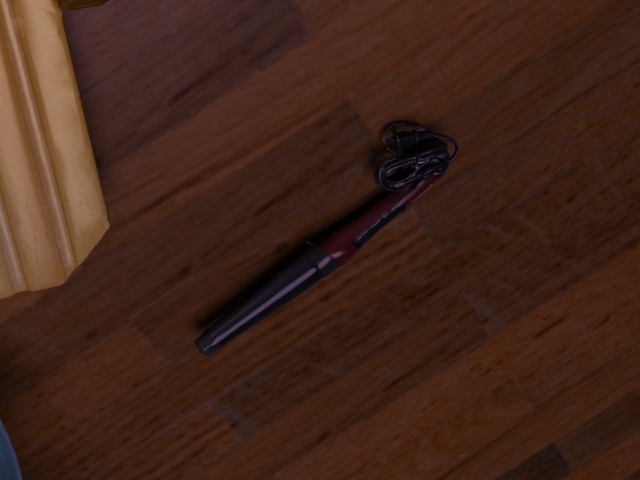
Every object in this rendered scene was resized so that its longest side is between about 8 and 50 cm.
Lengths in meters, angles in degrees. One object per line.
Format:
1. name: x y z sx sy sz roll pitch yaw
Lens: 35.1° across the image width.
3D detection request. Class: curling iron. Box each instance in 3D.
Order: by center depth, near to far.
1. curling iron: 0.000 0.000 0.838 0.274 0.035 0.068 -41 121 8

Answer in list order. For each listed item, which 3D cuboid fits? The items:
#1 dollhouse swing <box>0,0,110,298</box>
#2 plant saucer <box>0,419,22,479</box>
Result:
1. dollhouse swing: -0.279 -0.064 0.553 0.347 0.315 0.305 -13 104 -13
2. plant saucer: -0.370 0.209 0.704 0.318 0.317 0.043 -5 157 -17
